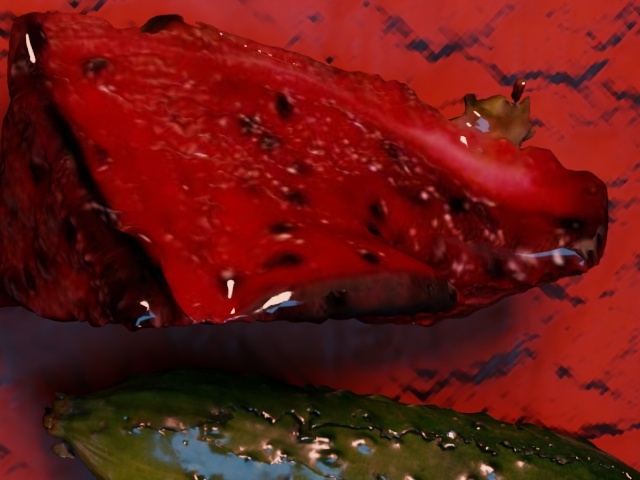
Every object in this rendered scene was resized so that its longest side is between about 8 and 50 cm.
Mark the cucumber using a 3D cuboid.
[{"bbox_3d":[0.019,0.082,0.653,0.227,0.069,0.069,14,101,-19],"label":"cucumber"}]

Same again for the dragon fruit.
[{"bbox_3d":[0.000,-0.020,0.589,0.192,0.122,0.092,3,90,-18],"label":"dragon fruit"}]
